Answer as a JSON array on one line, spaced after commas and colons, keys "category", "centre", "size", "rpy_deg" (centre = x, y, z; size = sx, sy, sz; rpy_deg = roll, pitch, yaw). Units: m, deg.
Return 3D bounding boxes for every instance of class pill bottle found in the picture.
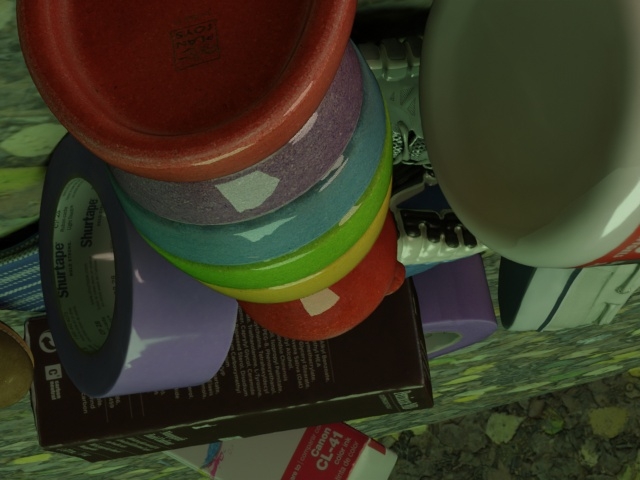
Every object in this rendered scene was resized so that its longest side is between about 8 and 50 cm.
[{"category": "pill bottle", "centre": [0.260, -0.095, 0.924], "size": [0.363, 0.210, 0.210], "rpy_deg": [-3, 164, -32]}]

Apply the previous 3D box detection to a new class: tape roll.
[{"category": "tape roll", "centre": [0.063, 0.090, 1.747], "size": [0.274, 0.090, 0.275], "rpy_deg": [-11, 167, -3]}, {"category": "tape roll", "centre": [-0.134, 0.015, 1.071], "size": [0.080, 0.189, 0.189], "rpy_deg": [-4, 164, -28]}]

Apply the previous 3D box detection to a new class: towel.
[{"category": "towel", "centre": [-0.184, 0.027, 1.416], "size": [0.243, 0.040, 0.336], "rpy_deg": [-19, 163, 35]}]

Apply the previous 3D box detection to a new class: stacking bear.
[{"category": "stacking bear", "centre": [-0.029, -0.039, 0.842], "size": [0.175, 0.164, 0.289], "rpy_deg": [-14, 150, 8]}]

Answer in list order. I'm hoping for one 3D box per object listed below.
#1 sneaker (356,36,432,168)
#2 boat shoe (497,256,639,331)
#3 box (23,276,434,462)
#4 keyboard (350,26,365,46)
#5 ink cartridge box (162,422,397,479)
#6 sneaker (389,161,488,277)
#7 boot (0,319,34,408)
[{"category": "sneaker", "centre": [0.069, -0.061, 0.976], "size": [0.228, 0.132, 0.086], "rpy_deg": [-16, 166, -15]}, {"category": "boat shoe", "centre": [0.264, -0.017, 1.256], "size": [0.156, 0.136, 0.367], "rpy_deg": [3, 150, -6]}, {"category": "box", "centre": [-0.084, 0.126, 1.518], "size": [0.381, 0.143, 0.191], "rpy_deg": [-11, 166, 5]}, {"category": "keyboard", "centre": [0.004, -0.106, 1.045], "size": [0.108, 0.023, 0.180], "rpy_deg": [-18, 167, -3]}, {"category": "ink cartridge box", "centre": [-0.081, 0.226, 1.755], "size": [0.306, 0.131, 0.226], "rpy_deg": [28, 175, 15]}, {"category": "sneaker", "centre": [0.000, 0.000, 1.253], "size": [0.330, 0.130, 0.147], "rpy_deg": [-5, 162, -27]}, {"category": "boot", "centre": [-0.345, 0.112, 1.294], "size": [0.112, 0.115, 0.305], "rpy_deg": [-58, 146, 4]}]
